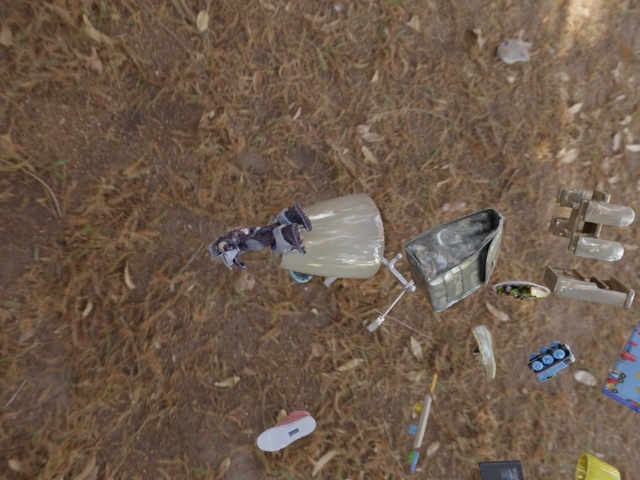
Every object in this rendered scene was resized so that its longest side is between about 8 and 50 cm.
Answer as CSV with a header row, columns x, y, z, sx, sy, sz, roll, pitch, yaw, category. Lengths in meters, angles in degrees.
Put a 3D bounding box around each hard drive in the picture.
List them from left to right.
x,y,z,sx,sy,sz,roll,pitch,yaw,category
0.605,0.786,1.513,0.135,0.022,0.094,-12,71,19,hard drive

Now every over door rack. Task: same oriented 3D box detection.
x,y,z,sx,sy,sz,roll,pitch,yaw,category
0.205,0.132,1.620,0.239,0.108,0.324,46,50,7,over door rack

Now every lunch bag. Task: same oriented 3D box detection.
x,y,z,sx,sy,sz,roll,pitch,yaw,category
0.410,0.051,1.323,0.286,0.235,0.169,-30,57,-1,lunch bag
0.819,0.314,1.122,0.293,0.138,0.221,25,93,-54,lunch bag

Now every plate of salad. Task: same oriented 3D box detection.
x,y,z,sx,sy,sz,roll,pitch,yaw,category
0.754,0.196,1.716,0.199,0.200,0.048,15,72,-14,plate of salad

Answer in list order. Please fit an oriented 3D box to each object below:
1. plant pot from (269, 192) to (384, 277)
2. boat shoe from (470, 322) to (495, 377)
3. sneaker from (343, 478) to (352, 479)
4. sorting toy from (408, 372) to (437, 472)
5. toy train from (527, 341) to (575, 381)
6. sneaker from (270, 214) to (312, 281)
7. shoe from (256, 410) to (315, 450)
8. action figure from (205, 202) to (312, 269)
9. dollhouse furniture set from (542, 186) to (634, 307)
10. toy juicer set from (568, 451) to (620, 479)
x,y,z,sx,sy,sz,roll,pitch,yaw,category
0.000,0.000,1.302,0.273,0.256,0.257,-7,89,-23,plant pot
0.373,0.255,1.047,0.045,0.050,0.136,-11,102,11,boat shoe
0.080,0.940,1.666,0.162,0.073,0.064,-3,113,-46,sneaker
0.356,0.645,1.635,0.047,0.196,0.348,13,72,20,sorting toy
0.936,0.488,1.842,0.105,0.080,0.184,45,117,-6,toy train
-0.127,0.038,1.757,0.109,0.122,0.283,-19,80,-22,sneaker
-0.104,0.562,1.348,0.177,0.081,0.064,-18,89,-13,shoe
-0.164,0.002,1.142,0.099,0.284,0.185,63,31,-23,action figure
0.637,0.011,1.046,0.160,0.212,0.243,10,106,10,dollhouse furniture set
0.468,0.575,0.821,0.089,0.329,0.210,16,126,17,toy juicer set
